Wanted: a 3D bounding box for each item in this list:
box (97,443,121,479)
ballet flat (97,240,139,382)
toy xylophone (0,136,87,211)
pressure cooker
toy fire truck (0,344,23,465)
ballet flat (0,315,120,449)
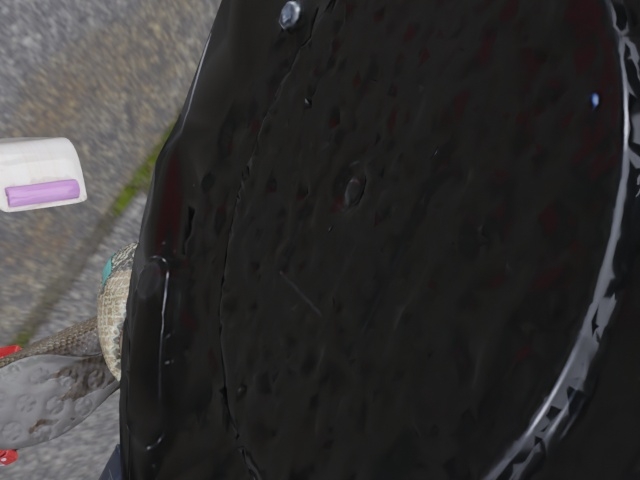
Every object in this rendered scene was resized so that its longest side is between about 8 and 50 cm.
[{"bbox_3d":[-0.174,0.451,1.505,0.179,0.343,0.312,20,106,-27],"label":"box"},{"bbox_3d":[0.035,0.124,1.123,0.483,0.182,0.164,30,100,-23],"label":"ballet flat"},{"bbox_3d":[-0.445,-0.084,1.811,0.236,0.323,0.081,-8,98,-25],"label":"toy xylophone"},{"bbox_3d":[0.187,0.042,0.495,0.420,0.375,0.370,15,50,-33],"label":"pressure cooker"},{"bbox_3d":[-0.393,0.152,1.625,0.047,0.135,0.192,-11,61,24],"label":"toy fire truck"},{"bbox_3d":[-0.201,0.100,1.203,0.250,0.058,0.084,-29,118,-23],"label":"ballet flat"}]
